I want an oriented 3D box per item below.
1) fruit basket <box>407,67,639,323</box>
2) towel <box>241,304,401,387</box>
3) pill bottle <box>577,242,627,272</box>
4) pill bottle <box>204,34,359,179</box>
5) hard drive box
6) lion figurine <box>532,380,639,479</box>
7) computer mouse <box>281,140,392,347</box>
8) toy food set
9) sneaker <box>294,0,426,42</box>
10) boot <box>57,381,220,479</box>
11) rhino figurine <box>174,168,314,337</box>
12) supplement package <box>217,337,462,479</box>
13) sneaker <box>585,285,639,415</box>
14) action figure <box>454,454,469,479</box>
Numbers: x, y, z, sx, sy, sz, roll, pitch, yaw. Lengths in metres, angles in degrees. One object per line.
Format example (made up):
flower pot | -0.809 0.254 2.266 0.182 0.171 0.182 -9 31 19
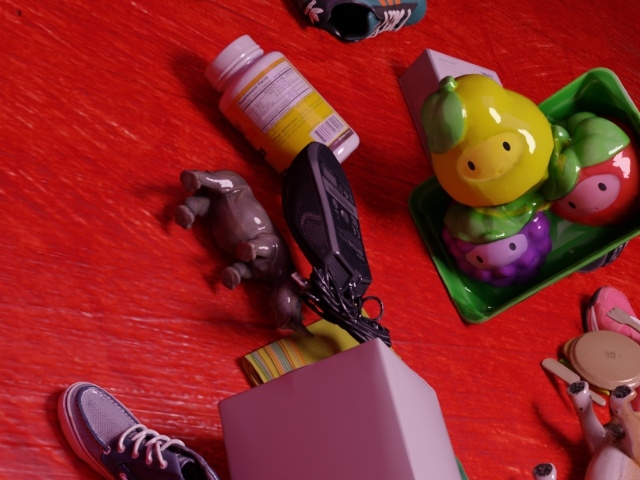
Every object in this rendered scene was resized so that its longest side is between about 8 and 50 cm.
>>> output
fruit basket | 0.292 -0.080 1.271 0.392 0.392 0.283 1 56 -45
towel | 0.008 0.145 1.070 0.237 0.021 0.102 -21 74 -52
pill bottle | 0.510 -0.021 1.643 0.123 0.123 0.219 51 36 5
pill bottle | -0.056 -0.174 1.214 0.215 0.117 0.117 47 36 -1
hard drive box | 0.262 -0.212 1.584 0.181 0.089 0.232 10 51 -34
lion figurine | 0.401 0.351 1.205 0.392 0.142 0.240 -45 115 -39
computer mouse | 0.000 0.000 1.071 0.188 0.072 0.272 43 30 -49
toy food set | 0.451 0.191 1.403 0.192 0.038 0.132 -29 49 -28
sneaker | 0.083 -0.402 1.582 0.302 0.108 0.121 -4 61 -38
boot | -0.155 0.193 0.806 0.190 0.086 0.069 50 36 2
rhino figurine | -0.077 0.015 1.058 0.243 0.073 0.106 54 26 2
supplement package | 0.042 0.272 0.814 0.175 0.177 0.293 45 26 -53
sneaker | 0.544 0.195 1.470 0.116 0.136 0.314 24 42 -30
action figure | 0.139 0.304 1.021 0.137 0.063 0.232 5 50 -45
